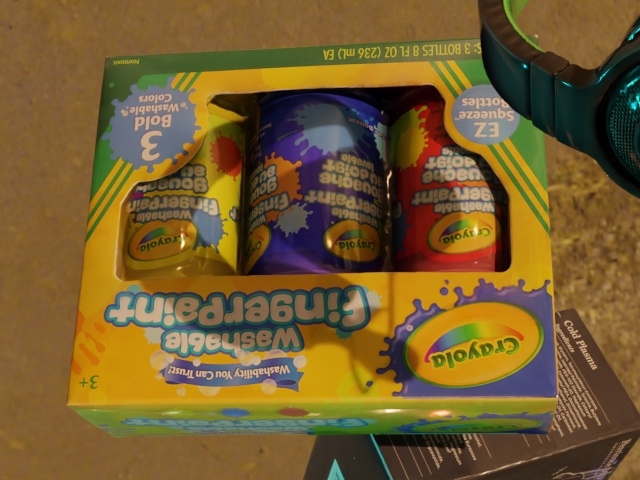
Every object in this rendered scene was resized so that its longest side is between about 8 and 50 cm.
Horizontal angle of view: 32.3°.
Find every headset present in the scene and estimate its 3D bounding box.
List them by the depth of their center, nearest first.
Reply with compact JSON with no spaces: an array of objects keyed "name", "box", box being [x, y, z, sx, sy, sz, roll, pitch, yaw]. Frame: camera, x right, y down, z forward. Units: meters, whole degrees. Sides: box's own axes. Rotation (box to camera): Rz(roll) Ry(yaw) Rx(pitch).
[{"name":"headset","box":[0.268,-0.133,0.637,0.243,0.394,0.185,-37,140,-22]}]

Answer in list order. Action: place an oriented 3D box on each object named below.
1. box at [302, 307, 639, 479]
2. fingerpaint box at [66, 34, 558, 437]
[{"name":"box","box":[0.166,0.275,1.338,0.313,0.179,0.343,-12,144,-20]},{"name":"fingerpaint box","box":[0.000,0.000,1.097,0.445,0.371,0.163,-1,158,8]}]
